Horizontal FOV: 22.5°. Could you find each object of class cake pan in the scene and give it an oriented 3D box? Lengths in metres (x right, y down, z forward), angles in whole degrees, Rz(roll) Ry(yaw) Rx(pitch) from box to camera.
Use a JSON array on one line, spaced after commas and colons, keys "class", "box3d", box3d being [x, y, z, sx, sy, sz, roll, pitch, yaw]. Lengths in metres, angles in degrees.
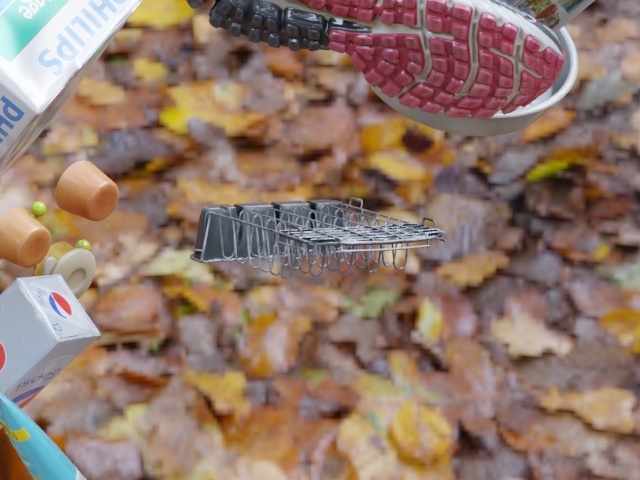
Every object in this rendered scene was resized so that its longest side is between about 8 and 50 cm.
[{"class": "cake pan", "box3d": [0.173, -0.234, 2.005, 0.293, 0.054, 0.293, 8, 45, -8]}]

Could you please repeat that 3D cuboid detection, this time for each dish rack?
[{"class": "dish rack", "box3d": [0.000, 0.000, 1.797, 0.208, 0.074, 0.271, -5, 11, -32]}]

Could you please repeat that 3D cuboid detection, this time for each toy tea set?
[{"class": "toy tea set", "box3d": [-0.413, 0.020, 2.148, 0.124, 0.200, 0.336, 29, 50, 29]}]

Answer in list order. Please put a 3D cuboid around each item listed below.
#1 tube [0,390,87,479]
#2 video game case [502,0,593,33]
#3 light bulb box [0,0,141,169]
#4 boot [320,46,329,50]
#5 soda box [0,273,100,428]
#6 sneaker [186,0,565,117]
[{"class": "tube", "box3d": [-0.324, 0.239, 1.840, 0.052, 0.207, 0.080, -42, 30, -21]}, {"class": "video game case", "box3d": [0.300, -0.356, 1.749, 0.329, 0.300, 0.036, -40, 67, 12]}, {"class": "light bulb box", "box3d": [-0.450, -0.231, 1.746, 0.361, 0.358, 0.225, 40, 50, -8]}, {"class": "boot", "box3d": [0.107, -0.390, 2.228, 0.338, 0.223, 0.118, -10, 23, -7]}, {"class": "soda box", "box3d": [-0.403, 0.165, 1.942, 0.098, 0.286, 0.091, 53, 22, 15]}, {"class": "sneaker", "box3d": [0.049, -0.193, 1.223, 0.299, 0.121, 0.112, 23, 53, -2]}]
